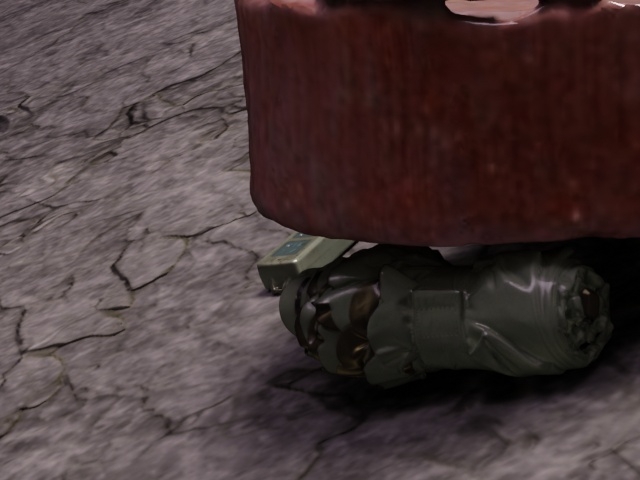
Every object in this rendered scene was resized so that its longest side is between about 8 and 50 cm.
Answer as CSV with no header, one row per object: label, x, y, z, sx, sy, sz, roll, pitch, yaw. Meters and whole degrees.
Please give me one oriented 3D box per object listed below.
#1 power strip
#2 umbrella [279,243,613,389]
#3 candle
power strip,0.000,0.000,0.910,0.027,0.017,0.083,-4,26,39
umbrella,0.043,0.027,0.717,0.143,0.062,0.067,1,51,38
candle,0.141,-0.069,0.761,0.287,0.131,0.317,11,24,44
